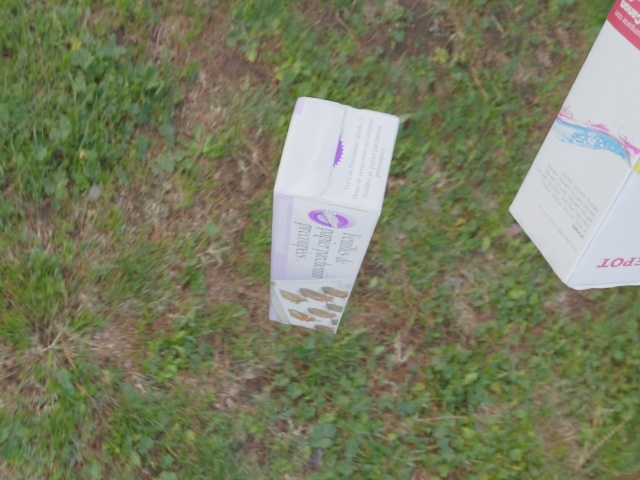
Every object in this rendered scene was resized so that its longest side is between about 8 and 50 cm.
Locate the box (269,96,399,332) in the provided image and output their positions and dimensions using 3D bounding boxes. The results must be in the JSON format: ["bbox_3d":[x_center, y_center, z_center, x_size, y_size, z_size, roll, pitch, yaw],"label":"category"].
[{"bbox_3d":[0.000,0.000,0.661,0.063,0.324,0.067,12,73,0],"label":"box"}]

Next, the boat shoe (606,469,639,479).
[{"bbox_3d":[0.219,0.187,0.600,0.059,0.170,0.063,46,50,8],"label":"boat shoe"}]

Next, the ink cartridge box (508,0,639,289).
[{"bbox_3d":[0.358,-0.108,0.899,0.226,0.306,0.131,-1,43,-27],"label":"ink cartridge box"}]
